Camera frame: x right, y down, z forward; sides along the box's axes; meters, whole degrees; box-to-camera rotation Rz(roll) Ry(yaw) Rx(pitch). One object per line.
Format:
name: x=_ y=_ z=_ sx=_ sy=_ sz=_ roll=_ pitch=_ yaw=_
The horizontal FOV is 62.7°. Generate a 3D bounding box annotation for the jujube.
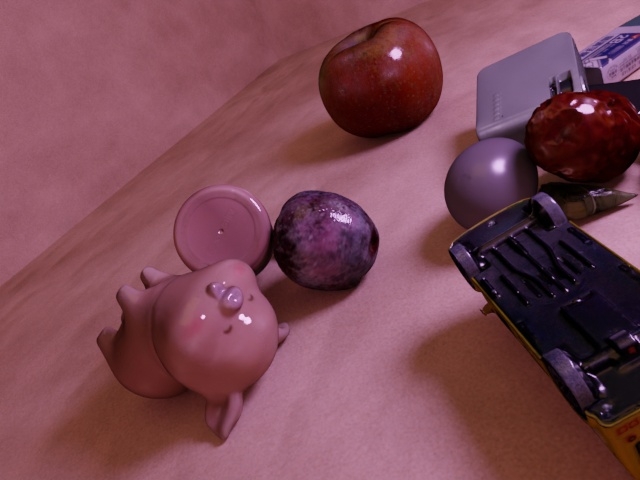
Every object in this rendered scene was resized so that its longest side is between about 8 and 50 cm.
jujube: x=0.410 y=-0.163 z=0.822 sx=0.155 sy=0.155 sz=0.230 roll=-5 pitch=2 yaw=38

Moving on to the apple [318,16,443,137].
apple: x=0.166 y=-0.439 z=1.447 sx=0.348 sy=0.277 sz=0.349 roll=-24 pitch=30 yaw=15

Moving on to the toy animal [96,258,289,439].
toy animal: x=-0.213 y=0.160 z=0.857 sx=0.326 sy=0.269 sz=0.237 roll=-49 pitch=8 yaw=42

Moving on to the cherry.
cherry: x=0.010 y=-0.001 z=0.942 sx=0.195 sy=0.195 sz=0.195 roll=-22 pitch=28 yaw=12

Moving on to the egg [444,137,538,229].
egg: x=0.287 y=-0.096 z=0.881 sx=0.146 sy=0.146 sz=0.199 roll=0 pitch=37 yaw=44

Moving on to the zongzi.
zongzi: x=0.418 y=-0.072 z=0.835 sx=0.113 sy=0.052 sz=0.104 roll=-14 pitch=22 yaw=0

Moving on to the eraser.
eraser: x=0.643 y=-0.404 z=1.164 sx=0.210 sy=0.068 sz=0.124 roll=-34 pitch=27 yaw=-13

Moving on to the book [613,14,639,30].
book: x=0.924 y=-0.561 z=1.205 sx=0.379 sy=0.031 sz=0.264 roll=-30 pitch=26 yaw=-1

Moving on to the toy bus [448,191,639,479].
toy bus: x=0.276 y=0.082 z=0.586 sx=0.145 sy=0.151 sz=0.331 roll=-32 pitch=28 yaw=6

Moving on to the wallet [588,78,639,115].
wallet: x=0.549 y=-0.270 z=1.050 sx=0.149 sy=0.044 sz=0.250 roll=-44 pitch=31 yaw=-20

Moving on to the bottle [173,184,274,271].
bottle: x=-0.158 y=0.000 z=1.047 sx=0.206 sy=0.173 sz=0.297 roll=-7 pitch=-7 yaw=-3

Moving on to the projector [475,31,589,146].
projector: x=0.427 y=-0.281 z=1.052 sx=0.198 sy=0.108 sz=0.251 roll=-19 pitch=39 yaw=34
